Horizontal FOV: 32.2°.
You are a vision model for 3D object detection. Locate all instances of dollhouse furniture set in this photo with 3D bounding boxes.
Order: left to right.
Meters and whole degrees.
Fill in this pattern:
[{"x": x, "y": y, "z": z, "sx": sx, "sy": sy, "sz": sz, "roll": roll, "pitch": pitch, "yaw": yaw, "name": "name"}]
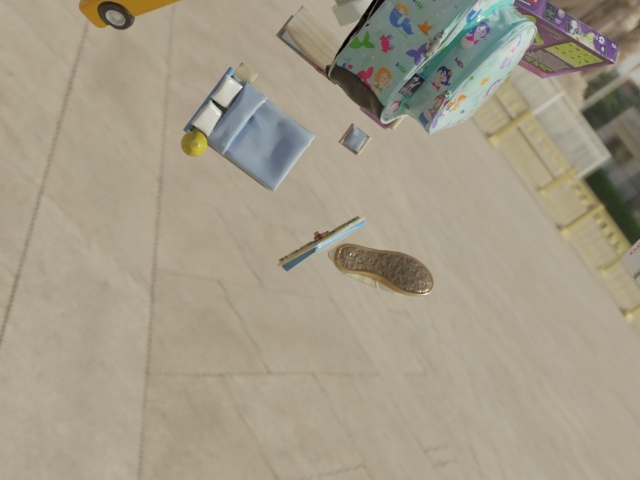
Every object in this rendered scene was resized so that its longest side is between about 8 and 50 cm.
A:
[{"x": -0.044, "y": -0.193, "z": 1.853, "sx": 0.286, "sy": 0.303, "sz": 0.198, "roll": 38, "pitch": 2, "yaw": -9, "name": "dollhouse furniture set"}]

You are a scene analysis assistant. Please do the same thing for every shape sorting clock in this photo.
[{"x": 0.000, "y": 0.000, "z": 2.271, "sx": 0.040, "sy": 0.206, "sz": 0.206, "roll": 59, "pitch": 14, "yaw": 3, "name": "shape sorting clock"}]

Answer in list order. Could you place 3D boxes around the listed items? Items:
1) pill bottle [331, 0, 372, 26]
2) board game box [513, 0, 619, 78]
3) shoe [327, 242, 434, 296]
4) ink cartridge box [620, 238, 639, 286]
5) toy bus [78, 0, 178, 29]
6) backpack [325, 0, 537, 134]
[{"x": 0.031, "y": -0.476, "z": 1.827, "sx": 0.121, "sy": 0.121, "sz": 0.221, "roll": -83, "pitch": 148, "yaw": -70, "name": "pill bottle"}, {"x": 0.386, "y": -0.415, "z": 2.153, "sx": 0.347, "sy": 0.208, "sz": 0.056, "roll": 22, "pitch": 73, "yaw": -31, "name": "board game box"}, {"x": 0.114, "y": 0.053, "z": 2.087, "sx": 0.219, "sy": 0.076, "sz": 0.058, "roll": 20, "pitch": -13, "yaw": -22, "name": "shoe"}, {"x": 0.515, "y": 0.030, "z": 1.534, "sx": 0.086, "sy": 0.148, "sz": 0.203, "roll": 42, "pitch": 14, "yaw": -8, "name": "ink cartridge box"}, {"x": -0.199, "y": -0.383, "z": 1.446, "sx": 0.130, "sy": 0.333, "sz": 0.108, "roll": 48, "pitch": 50, "yaw": -35, "name": "toy bus"}, {"x": 0.154, "y": -0.263, "z": 1.362, "sx": 0.191, "sy": 0.253, "sz": 0.225, "roll": 37, "pitch": 24, "yaw": 13, "name": "backpack"}]
